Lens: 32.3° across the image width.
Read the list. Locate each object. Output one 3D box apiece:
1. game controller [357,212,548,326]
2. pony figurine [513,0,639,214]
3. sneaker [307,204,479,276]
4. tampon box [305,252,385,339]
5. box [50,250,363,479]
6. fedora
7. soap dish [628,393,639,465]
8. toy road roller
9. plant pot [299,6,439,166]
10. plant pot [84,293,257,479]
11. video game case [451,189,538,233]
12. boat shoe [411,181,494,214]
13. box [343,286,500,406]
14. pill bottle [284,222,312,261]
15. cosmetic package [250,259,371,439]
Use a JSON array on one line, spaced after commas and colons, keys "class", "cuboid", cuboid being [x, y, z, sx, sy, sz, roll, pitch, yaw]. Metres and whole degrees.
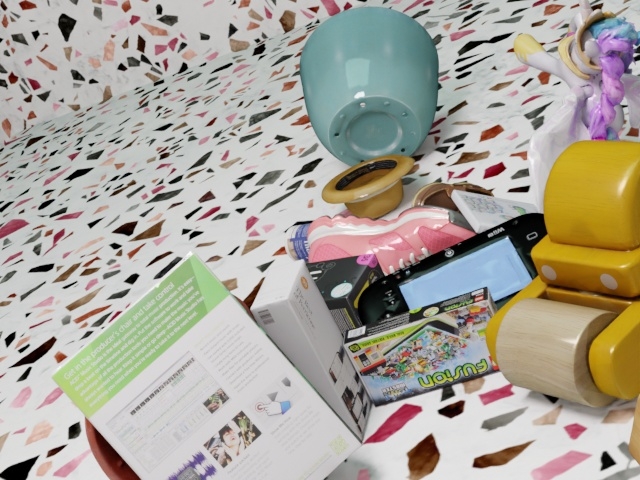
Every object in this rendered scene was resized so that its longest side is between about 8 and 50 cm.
[{"class": "game controller", "cuboid": [0.211, 0.071, 1.590, 0.319, 0.067, 0.166, -24, 53, 4]}, {"class": "pony figurine", "cuboid": [0.424, -0.201, 1.704, 0.302, 0.351, 0.363, -20, 4, 1]}, {"class": "sneaker", "cuboid": [0.119, 0.033, 1.797, 0.313, 0.116, 0.136, -5, 60, 28]}, {"class": "tampon box", "cuboid": [0.015, 0.101, 1.725, 0.161, 0.101, 0.120, -10, 29, 32]}, {"class": "box", "cuboid": [-0.138, 0.207, 1.364, 0.232, 0.322, 0.058, -41, 2, -7]}, {"class": "fedora", "cuboid": [0.097, -0.092, 2.069, 0.194, 0.079, 0.194, -19, 19, 7]}, {"class": "soap dish", "cuboid": [0.470, 0.182, 1.074, 0.290, 0.118, 0.229, -25, 23, 0]}, {"class": "toy road roller", "cuboid": [0.347, 0.023, 1.374, 0.329, 0.241, 0.202, -39, 26, -27]}, {"class": "plant pot", "cuboid": [0.104, -0.281, 2.222, 0.293, 0.293, 0.235, -19, 40, 16]}, {"class": "plant pot", "cuboid": [-0.176, 0.198, 1.560, 0.272, 0.272, 0.265, -25, 15, 4]}, {"class": "video game case", "cuboid": [0.291, -0.035, 1.728, 0.143, 0.019, 0.157, 10, 21, -12]}, {"class": "boat shoe", "cuboid": [0.223, -0.067, 1.850, 0.178, 0.064, 0.060, -12, 13, -44]}, {"class": "box", "cuboid": [0.148, 0.145, 1.487, 0.207, 0.114, 0.036, -19, 25, 17]}, {"class": "pill bottle", "cuboid": [0.000, 0.000, 1.993, 0.120, 0.067, 0.067, -8, 29, 36]}, {"class": "cosmetic package", "cuboid": [-0.006, 0.152, 1.471, 0.060, 0.239, 0.099, -17, 25, 20]}]
